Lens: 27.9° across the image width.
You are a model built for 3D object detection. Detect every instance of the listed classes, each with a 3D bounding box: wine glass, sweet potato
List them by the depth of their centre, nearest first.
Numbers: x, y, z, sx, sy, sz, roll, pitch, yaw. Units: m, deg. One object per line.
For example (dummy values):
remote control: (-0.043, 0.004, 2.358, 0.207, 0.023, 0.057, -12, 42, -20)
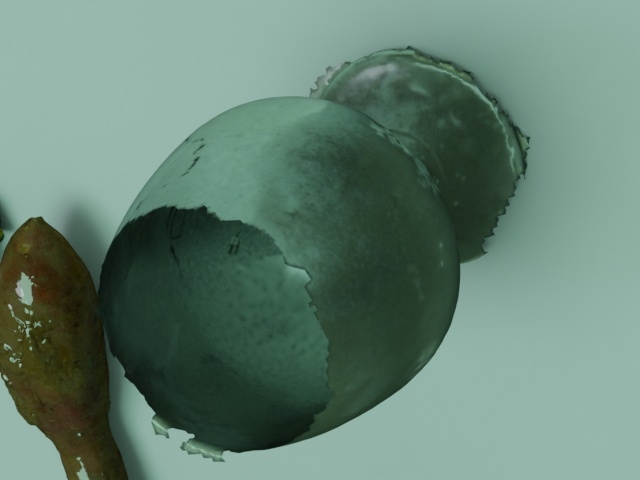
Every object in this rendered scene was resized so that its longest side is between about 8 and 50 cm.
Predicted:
wine glass: (0.000, 0.000, 0.912, 0.238, 0.323, 0.238, 13, 117, 27)
sweet potato: (-0.249, 0.150, 1.270, 0.109, 0.109, 0.385, 7, 122, 27)

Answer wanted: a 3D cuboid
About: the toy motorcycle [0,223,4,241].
toy motorcycle: (-0.368, 0.012, 1.295, 0.106, 0.074, 0.190, 19, 122, 11)
